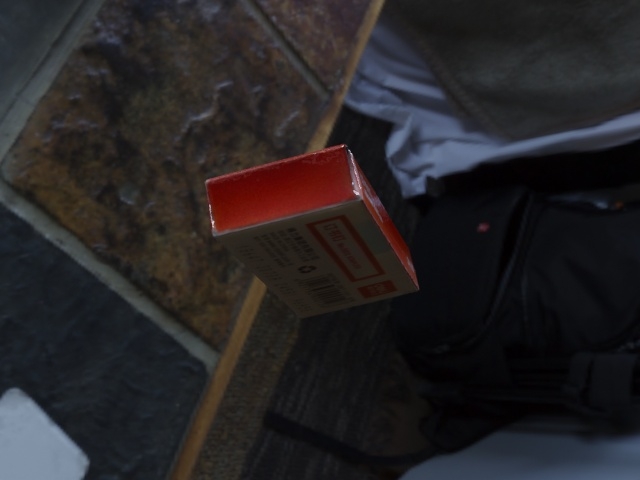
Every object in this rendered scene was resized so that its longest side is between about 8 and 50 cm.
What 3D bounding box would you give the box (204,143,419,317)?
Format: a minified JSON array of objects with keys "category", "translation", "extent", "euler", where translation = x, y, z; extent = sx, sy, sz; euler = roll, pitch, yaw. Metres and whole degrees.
[{"category":"box","translation":[0.000,0.000,0.775],"extent":[0.229,0.123,0.050],"euler":[50,28,-62]}]
